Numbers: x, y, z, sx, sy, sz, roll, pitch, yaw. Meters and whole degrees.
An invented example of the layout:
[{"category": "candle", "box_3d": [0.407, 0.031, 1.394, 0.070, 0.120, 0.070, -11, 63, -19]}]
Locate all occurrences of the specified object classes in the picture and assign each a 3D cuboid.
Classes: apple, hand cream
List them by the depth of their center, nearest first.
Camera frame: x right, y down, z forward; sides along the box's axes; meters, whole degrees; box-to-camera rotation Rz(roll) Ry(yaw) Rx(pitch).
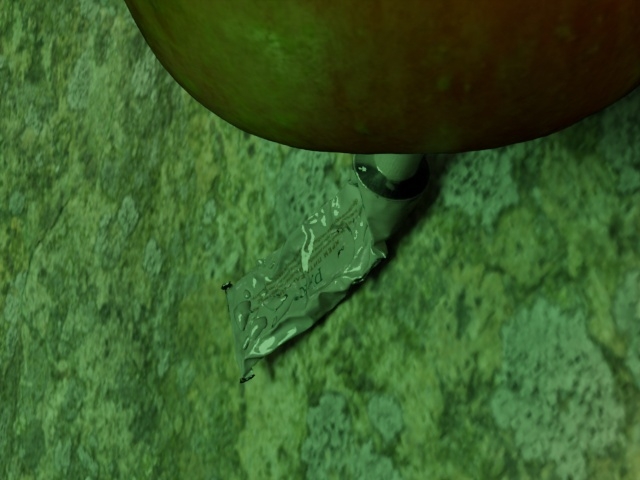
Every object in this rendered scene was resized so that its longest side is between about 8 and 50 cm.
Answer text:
[{"category": "apple", "box_3d": [0.048, -0.208, 0.855, 0.339, 0.339, 0.340, -16, 70, 52]}, {"category": "hand cream", "box_3d": [0.003, 0.000, 1.106, 0.257, 0.050, 0.084, -50, 43, 44]}]
